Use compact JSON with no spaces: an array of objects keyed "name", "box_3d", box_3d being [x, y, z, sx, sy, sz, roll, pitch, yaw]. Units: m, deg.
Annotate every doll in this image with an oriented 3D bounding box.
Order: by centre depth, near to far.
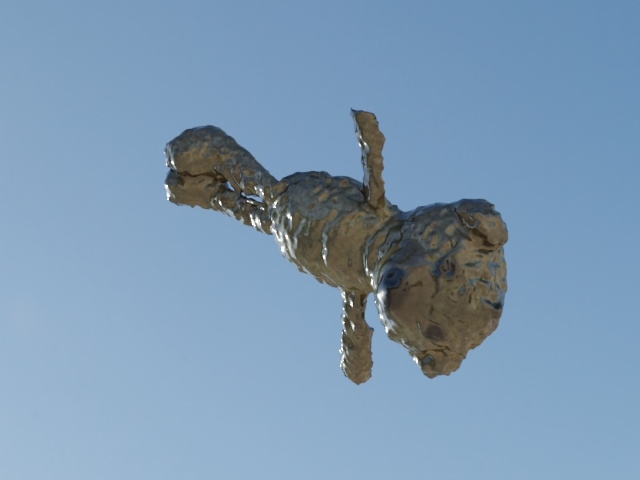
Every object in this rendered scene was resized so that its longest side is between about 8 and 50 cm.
[{"name":"doll","box_3d":[0.006,-0.015,0.958,0.091,0.286,0.203,-10,-35,-50]}]
